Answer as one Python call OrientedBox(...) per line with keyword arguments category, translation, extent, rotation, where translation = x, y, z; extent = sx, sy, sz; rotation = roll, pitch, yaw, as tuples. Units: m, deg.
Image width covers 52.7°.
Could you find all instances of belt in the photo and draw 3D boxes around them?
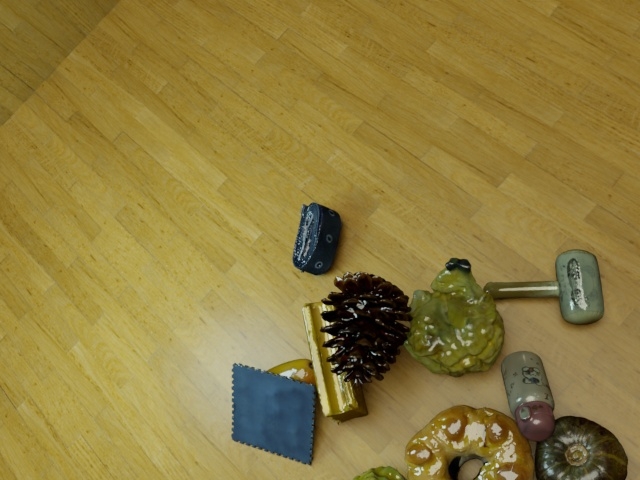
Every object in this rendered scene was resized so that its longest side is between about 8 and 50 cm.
OrientedBox(category="belt", translation=(-0.001, 0.000, 1.993), extent=(0.122, 0.129, 0.217), rotation=(-2, 69, 49))

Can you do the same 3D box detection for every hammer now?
OrientedBox(category="hammer", translation=(0.599, 0.135, 1.758), extent=(0.306, 0.113, 0.201), rotation=(-7, 66, 21))

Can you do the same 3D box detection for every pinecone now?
OrientedBox(category="pinecone", translation=(0.111, 0.227, 1.639), extent=(0.247, 0.246, 0.291), rotation=(0, 61, 18))

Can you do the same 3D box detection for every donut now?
OrientedBox(category="donut", translation=(0.376, 0.574, 1.641), extent=(0.318, 0.150, 0.298), rotation=(-1, 71, 17))

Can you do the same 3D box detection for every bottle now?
OrientedBox(category="bottle", translation=(0.525, 0.394, 1.623), extent=(0.110, 0.109, 0.233), rotation=(-12, 33, 14))

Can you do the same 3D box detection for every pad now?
OrientedBox(category="pad", translation=(-0.138, 0.492, 1.833), extent=(0.269, 0.012, 0.269), rotation=(12, 111, 21))

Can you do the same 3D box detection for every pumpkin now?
OrientedBox(category="pumpkin", translation=(0.634, 0.537, 1.576), extent=(0.219, 0.162, 0.218), rotation=(-19, 41, 18))

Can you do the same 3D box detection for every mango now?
OrientedBox(category="mango", translation=(-0.100, 0.425, 1.866), extent=(0.254, 0.113, 0.138), rotation=(-26, 109, 27))

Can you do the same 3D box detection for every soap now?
OrientedBox(category="soap", translation=(0.042, 0.339, 1.807), extent=(0.096, 0.204, 0.324), rotation=(-16, 67, 9))

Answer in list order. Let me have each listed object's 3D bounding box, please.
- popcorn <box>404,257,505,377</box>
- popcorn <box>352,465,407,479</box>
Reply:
OrientedBox(category="popcorn", translation=(0.349, 0.235, 1.725), extent=(0.293, 0.237, 0.292), rotation=(-4, 73, 13))
OrientedBox(category="popcorn", translation=(0.154, 0.736, 1.651), extent=(0.225, 0.174, 0.285), rotation=(-31, 74, 22))
